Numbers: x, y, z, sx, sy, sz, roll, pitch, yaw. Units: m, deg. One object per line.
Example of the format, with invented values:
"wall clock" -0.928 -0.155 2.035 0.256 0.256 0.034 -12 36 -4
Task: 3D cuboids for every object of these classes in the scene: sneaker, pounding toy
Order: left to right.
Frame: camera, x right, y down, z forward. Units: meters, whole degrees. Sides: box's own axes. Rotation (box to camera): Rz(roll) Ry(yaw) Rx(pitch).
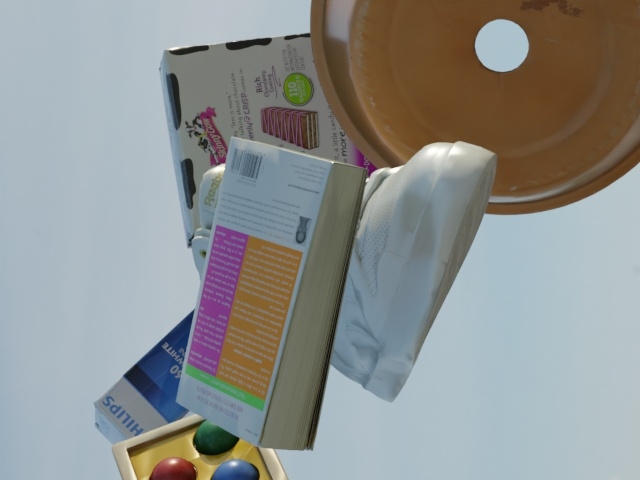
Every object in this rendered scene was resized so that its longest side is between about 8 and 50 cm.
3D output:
"pounding toy" -0.107 0.242 1.504 0.206 0.181 0.094 -120 13 -53
"sneaker" 0.000 0.000 1.093 0.108 0.169 0.292 -61 -4 -24

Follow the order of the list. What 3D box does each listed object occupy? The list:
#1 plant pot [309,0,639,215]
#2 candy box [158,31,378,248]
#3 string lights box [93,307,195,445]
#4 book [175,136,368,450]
"plant pot" 0.126 -0.146 1.281 0.203 0.291 0.290 -60 -24 -76
"candy box" -0.007 -0.089 1.525 0.071 0.233 0.159 126 136 -76
"string lights box" -0.124 0.122 1.955 0.260 0.077 0.133 -44 -7 -15
"book" -0.029 0.025 0.934 0.035 0.096 0.144 9 -85 -37
